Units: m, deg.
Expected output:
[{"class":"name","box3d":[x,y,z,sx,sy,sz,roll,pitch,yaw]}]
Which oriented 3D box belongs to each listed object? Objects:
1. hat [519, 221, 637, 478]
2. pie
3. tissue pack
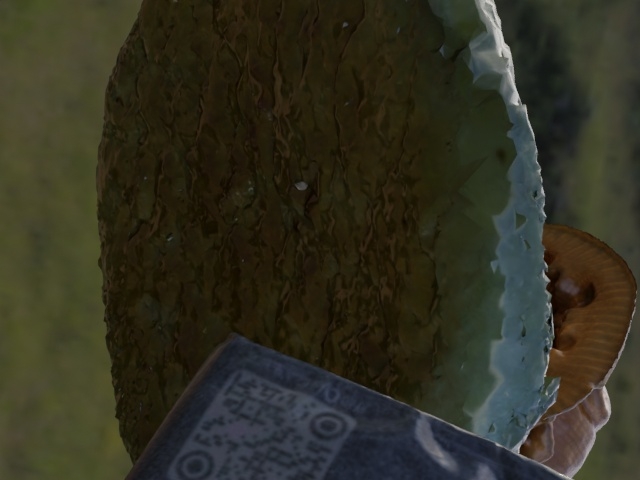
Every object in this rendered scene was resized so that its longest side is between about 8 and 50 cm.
[{"class":"hat","box3d":[0.152,0.149,1.519,0.244,0.233,0.233,39,-32,49]},{"class":"pie","box3d":[0.000,0.000,0.697,0.277,0.079,0.277,4,-86,55]},{"class":"tissue pack","box3d":[-0.012,0.106,0.422,0.156,0.112,0.051,-57,160,-30]}]
